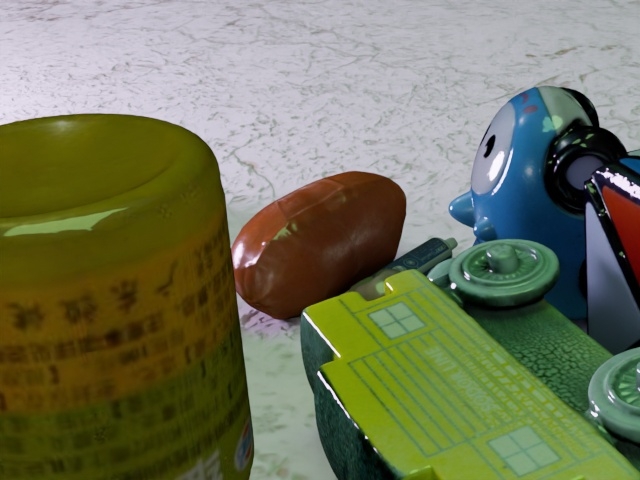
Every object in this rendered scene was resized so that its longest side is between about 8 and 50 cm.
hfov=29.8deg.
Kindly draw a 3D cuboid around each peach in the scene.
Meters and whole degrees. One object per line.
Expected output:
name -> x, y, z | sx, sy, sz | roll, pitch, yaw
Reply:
peach -> 0.068, 0.071, 1.262 | 0.083, 0.083, 0.083 | -4, 25, 2

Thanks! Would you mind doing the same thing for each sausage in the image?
sausage -> 0.000, -0.002, 1.373 | 0.133, 0.133, 0.258 | 19, 34, 40

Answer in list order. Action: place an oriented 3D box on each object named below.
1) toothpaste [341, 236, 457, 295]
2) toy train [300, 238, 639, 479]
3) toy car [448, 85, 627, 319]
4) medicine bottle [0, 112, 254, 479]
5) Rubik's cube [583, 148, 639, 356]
toothpaste -> 0.093, 0.039, 1.375 | 0.057, 0.035, 0.197 | 7, 28, 46
toy train -> 0.146, 0.151, 0.980 | 0.272, 0.179, 0.442 | -20, 28, -14
toy car -> 0.236, -0.030, 1.270 | 0.190, 0.255, 0.188 | -18, 23, 8
medicine bottle -> -0.159, 0.125, 0.817 | 0.224, 0.384, 0.224 | -4, 25, 2
Rubik's cube -> 0.393, 0.055, 1.042 | 0.246, 0.248, 0.250 | -13, 26, -16
